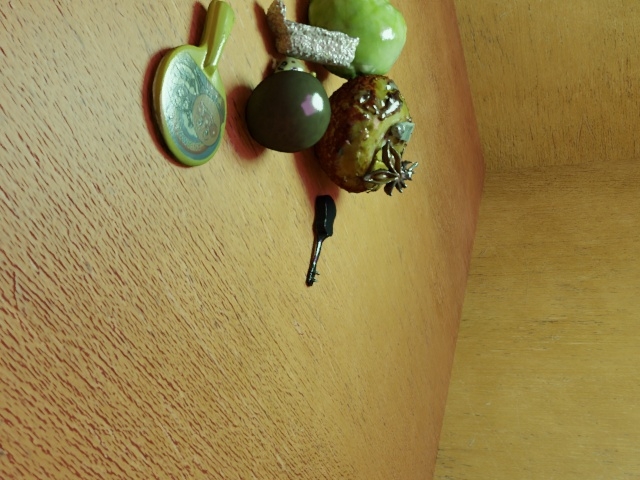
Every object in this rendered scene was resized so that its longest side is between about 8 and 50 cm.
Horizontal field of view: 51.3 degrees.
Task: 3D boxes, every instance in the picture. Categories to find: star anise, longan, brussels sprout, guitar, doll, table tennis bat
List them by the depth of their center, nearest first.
[{"bbox_3d":[-0.233,-0.320,1.317,0.224,0.054,0.369,49,48,-56],"label":"table tennis bat"},{"bbox_3d":[-0.070,-0.291,1.522,0.212,0.197,0.198,28,62,-64],"label":"longan"},{"bbox_3d":[-0.070,-0.413,1.659,0.089,0.102,0.179,-61,175,33],"label":"doll"},{"bbox_3d":[0.002,0.001,1.826,0.084,0.038,0.271,49,44,-53],"label":"guitar"},{"bbox_3d":[0.199,-0.207,1.848,0.227,0.218,0.148,-140,-136,-77],"label":"star anise"},{"bbox_3d":[0.105,-0.582,1.868,0.316,0.242,0.274,11,53,-43],"label":"brussels sprout"}]

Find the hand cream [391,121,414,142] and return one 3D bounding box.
[{"bbox_3d":[0.226,-0.296,1.803,0.165,0.037,0.057,-15,126,-69],"label":"hand cream"}]

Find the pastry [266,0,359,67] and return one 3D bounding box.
[{"bbox_3d":[-0.024,-0.496,1.661,0.265,0.103,0.112,15,96,-30],"label":"pastry"}]

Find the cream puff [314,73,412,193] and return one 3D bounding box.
[{"bbox_3d":[0.106,-0.303,1.853,0.350,0.228,0.351,-45,152,-32],"label":"cream puff"}]
